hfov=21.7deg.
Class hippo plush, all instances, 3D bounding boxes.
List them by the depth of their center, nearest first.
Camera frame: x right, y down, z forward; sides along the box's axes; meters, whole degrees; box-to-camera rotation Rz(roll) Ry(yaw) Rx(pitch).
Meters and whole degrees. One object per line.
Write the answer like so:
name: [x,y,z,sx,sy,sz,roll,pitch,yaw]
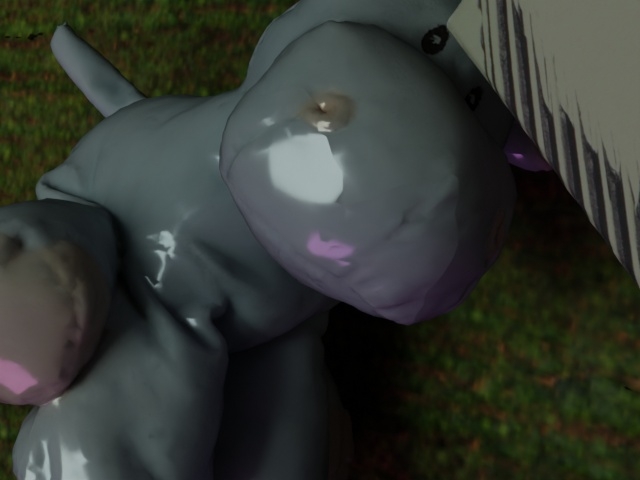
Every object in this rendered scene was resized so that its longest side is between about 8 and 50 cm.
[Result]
hippo plush: [0.000,0.000,0.727,0.236,0.234,0.294,-29,22,24]

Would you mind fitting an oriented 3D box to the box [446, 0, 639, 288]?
box: [0.166,-0.014,0.571,0.094,0.113,0.275,-55,49,30]
